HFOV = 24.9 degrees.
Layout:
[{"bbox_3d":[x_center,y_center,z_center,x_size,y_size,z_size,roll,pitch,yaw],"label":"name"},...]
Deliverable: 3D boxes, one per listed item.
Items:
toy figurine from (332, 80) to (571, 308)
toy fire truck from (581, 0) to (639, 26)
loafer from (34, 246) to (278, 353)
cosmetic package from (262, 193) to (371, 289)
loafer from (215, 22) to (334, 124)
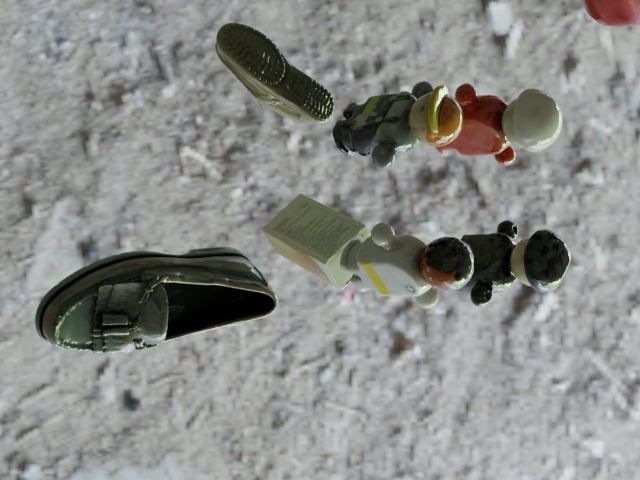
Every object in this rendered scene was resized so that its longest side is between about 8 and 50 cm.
[{"bbox_3d":[0.127,-0.043,1.346,0.209,0.148,0.213,0,89,-47],"label":"toy figurine"},{"bbox_3d":[0.281,-0.292,0.999,0.169,0.253,0.302,57,36,-32],"label":"toy fire truck"},{"bbox_3d":[-0.160,0.063,1.492,0.267,0.084,0.096,-13,124,-40],"label":"loafer"},{"bbox_3d":[0.000,0.000,1.454,0.060,0.115,0.041,-42,127,-15],"label":"cosmetic package"},{"bbox_3d":[-0.054,-0.162,1.481,0.148,0.050,0.056,39,53,-19],"label":"loafer"}]
